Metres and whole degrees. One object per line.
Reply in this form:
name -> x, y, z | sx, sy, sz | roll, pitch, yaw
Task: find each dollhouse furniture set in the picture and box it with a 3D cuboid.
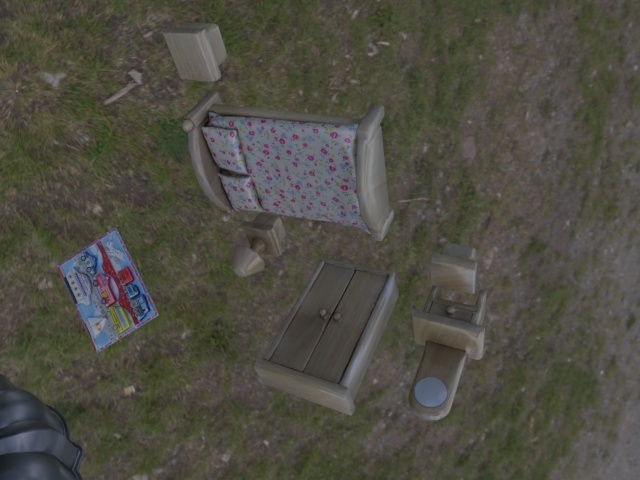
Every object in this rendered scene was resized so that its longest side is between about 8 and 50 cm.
dollhouse furniture set -> 0.000, 0.000, 0.474 | 0.174, 0.302, 0.356 | -59, 149, -36

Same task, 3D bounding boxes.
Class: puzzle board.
puzzle board -> -0.270, 0.062, 0.623 | 0.096, 0.011, 0.128 | -31, 78, 5

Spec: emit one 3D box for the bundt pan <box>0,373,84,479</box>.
bundt pan -> -0.439, 0.279, 0.532 | 0.330, 0.331, 0.124 | -15, 141, -27
